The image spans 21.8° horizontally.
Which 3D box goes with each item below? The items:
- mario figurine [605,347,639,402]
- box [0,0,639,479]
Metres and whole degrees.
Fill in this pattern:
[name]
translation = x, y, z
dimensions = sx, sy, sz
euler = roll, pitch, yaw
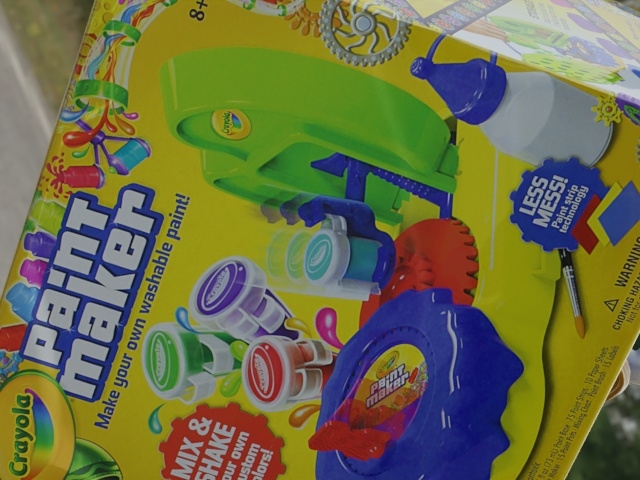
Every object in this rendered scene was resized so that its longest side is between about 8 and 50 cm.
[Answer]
[mario figurine]
translation = 0.279, 0.061, 1.794
dimensions = 0.320, 0.170, 0.198
euler = -61, 138, -74
[box]
translation = 0.000, 0.000, 0.817
dimensions = 0.177, 0.279, 0.290
euler = -89, -162, -65
